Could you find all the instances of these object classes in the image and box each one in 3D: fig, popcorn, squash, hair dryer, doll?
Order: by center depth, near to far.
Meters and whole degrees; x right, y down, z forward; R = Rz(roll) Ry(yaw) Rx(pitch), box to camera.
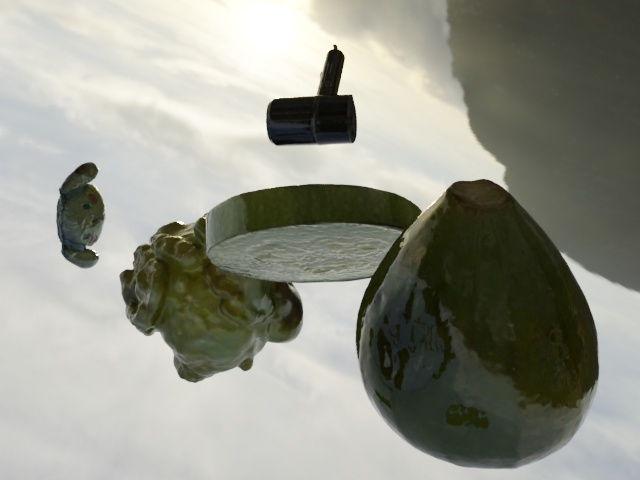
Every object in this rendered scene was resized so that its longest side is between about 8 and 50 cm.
[{"bbox_3d":[0.123,0.075,0.600,0.230,0.207,0.207,56,-169,-16],"label":"fig"},{"bbox_3d":[0.000,0.000,0.792,0.252,0.252,0.049,13,-113,-39],"label":"squash"},{"bbox_3d":[0.000,-0.227,1.046,0.124,0.071,0.219,2,-129,14],"label":"hair dryer"},{"bbox_3d":[-0.192,0.086,1.202,0.312,0.312,0.312,25,-162,-9],"label":"popcorn"},{"bbox_3d":[-0.458,-0.044,1.334,0.071,0.214,0.103,18,-161,30],"label":"doll"}]
